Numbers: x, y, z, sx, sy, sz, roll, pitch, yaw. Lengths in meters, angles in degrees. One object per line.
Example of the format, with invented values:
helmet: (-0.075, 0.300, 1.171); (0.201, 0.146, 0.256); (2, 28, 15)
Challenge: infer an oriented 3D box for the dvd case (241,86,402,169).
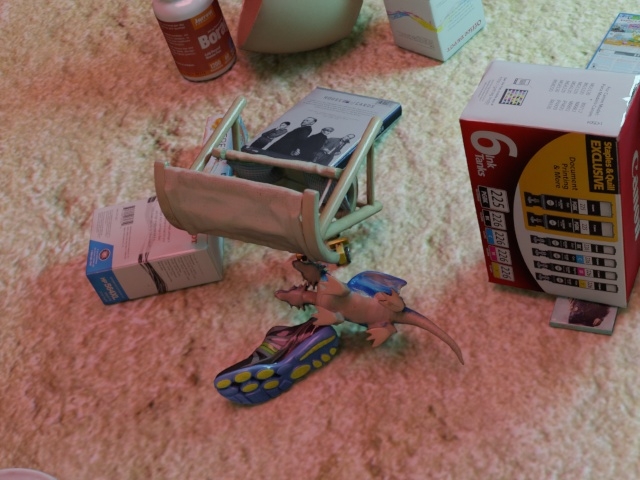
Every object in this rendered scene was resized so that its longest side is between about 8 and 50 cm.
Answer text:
dvd case: (0.003, -0.183, 1.853); (0.179, 0.030, 0.238); (16, 42, 31)

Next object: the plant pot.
plant pot: (-0.024, -0.466, 2.031); (0.190, 0.284, 0.284); (15, 45, -13)

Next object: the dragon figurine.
dragon figurine: (0.071, 0.090, 1.533); (0.289, 0.085, 0.144); (13, 9, 9)

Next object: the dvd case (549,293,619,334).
dvd case: (0.374, 0.076, 1.518); (0.087, 0.013, 0.119); (8, 49, 25)

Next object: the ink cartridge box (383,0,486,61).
ink cartridge box: (0.198, -0.436, 1.959); (0.127, 0.176, 0.128); (27, 60, 40)

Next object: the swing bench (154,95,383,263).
swing bench: (-0.069, -0.078, 1.619); (0.253, 0.165, 0.255); (13, 37, 22)

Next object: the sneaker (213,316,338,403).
sneaker: (-0.065, 0.169, 1.552); (0.188, 0.067, 0.078); (-28, 35, -14)

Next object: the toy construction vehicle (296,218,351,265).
toy construction vehicle: (0.000, 0.000, 1.705); (0.085, 0.035, 0.098); (-14, 45, 6)

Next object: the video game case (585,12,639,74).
video game case: (0.533, -0.324, 1.848); (0.119, 0.015, 0.166); (15, 54, 31)

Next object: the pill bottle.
pill bottle: (-0.245, -0.418, 2.065); (0.121, 0.216, 0.121); (-10, 45, 10)

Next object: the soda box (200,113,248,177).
soda box: (-0.169, -0.139, 1.882); (0.062, 0.058, 0.183); (-7, 47, 13)

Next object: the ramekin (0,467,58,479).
ramekin: (-0.396, 0.431, 1.362); (0.272, 0.127, 0.273); (-10, 46, 10)

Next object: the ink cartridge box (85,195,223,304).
ink cartridge box: (-0.261, 0.007, 1.754); (0.203, 0.086, 0.148); (-11, 45, 8)

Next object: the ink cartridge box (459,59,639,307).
ink cartridge box: (0.347, -0.068, 1.434); (0.271, 0.309, 0.130); (10, 50, 27)
